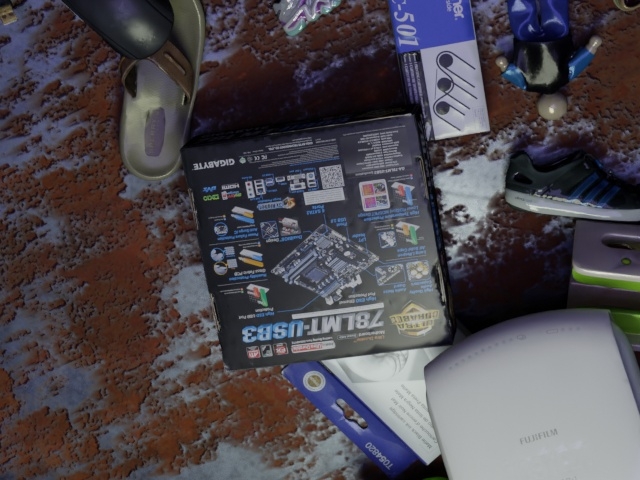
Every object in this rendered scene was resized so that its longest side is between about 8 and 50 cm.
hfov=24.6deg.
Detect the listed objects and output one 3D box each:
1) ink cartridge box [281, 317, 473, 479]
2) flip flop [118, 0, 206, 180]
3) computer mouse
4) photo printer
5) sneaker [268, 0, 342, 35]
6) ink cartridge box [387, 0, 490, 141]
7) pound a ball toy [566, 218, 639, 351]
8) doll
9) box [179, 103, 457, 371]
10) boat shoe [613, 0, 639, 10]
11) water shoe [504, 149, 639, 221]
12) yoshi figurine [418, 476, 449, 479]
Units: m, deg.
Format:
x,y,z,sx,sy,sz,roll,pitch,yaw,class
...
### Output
x,y,z,sx,sy,sz,roll,pitch,yaw,class
0.099,0.181,1.900,0.224,0.045,0.223,-43,102,15,ink cartridge box
-0.201,-0.201,1.770,0.112,0.080,0.277,7,108,0,flip flop
-0.303,-0.298,1.714,0.184,0.060,0.262,-38,83,15,computer mouse
0.269,0.240,1.725,0.256,0.107,0.307,-18,82,14,photo printer
-0.017,-0.296,1.752,0.098,0.038,0.069,-34,104,12,sneaker
0.140,-0.226,1.764,0.097,0.046,0.207,-9,107,4,ink cartridge box
0.417,0.079,1.809,0.319,0.136,0.208,6,131,10,pound a ball toy
0.271,-0.235,1.755,0.129,0.046,0.189,-7,107,6,doll
0.000,0.000,1.794,0.295,0.073,0.293,-8,106,12,box
0.400,-0.320,1.722,0.050,0.045,0.135,37,106,-9,boat shoe
0.328,-0.069,1.794,0.203,0.073,0.080,4,101,-1,water shoe
0.230,0.354,1.851,0.362,0.203,0.203,-13,121,3,yoshi figurine
